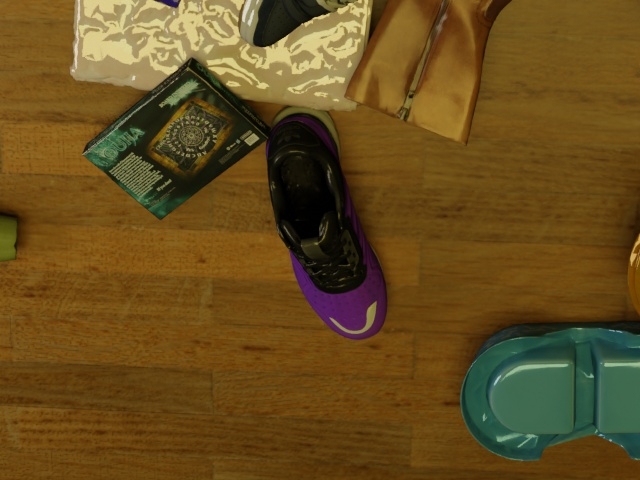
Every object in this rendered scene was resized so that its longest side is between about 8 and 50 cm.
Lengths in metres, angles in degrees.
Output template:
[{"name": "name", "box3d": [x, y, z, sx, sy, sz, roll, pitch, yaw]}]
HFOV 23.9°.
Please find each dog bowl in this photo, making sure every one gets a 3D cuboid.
[{"name": "dog bowl", "box3d": [0.316, 0.174, 1.819, 0.297, 0.074, 0.166, -2, 112, 4]}]

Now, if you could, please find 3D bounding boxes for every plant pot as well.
[{"name": "plant pot", "box3d": [-0.400, -0.003, 1.796, 0.079, 0.083, 0.083, 3, 112, -10]}]

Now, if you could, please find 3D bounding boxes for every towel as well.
[{"name": "towel", "box3d": [-0.103, -0.310, 1.665, 0.332, 0.053, 0.317, 7, 111, 0]}]

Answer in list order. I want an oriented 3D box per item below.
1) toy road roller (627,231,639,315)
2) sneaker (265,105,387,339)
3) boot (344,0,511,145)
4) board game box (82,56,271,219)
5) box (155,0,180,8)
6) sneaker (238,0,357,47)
[{"name": "toy road roller", "box3d": [0.493, 0.069, 1.639, 0.330, 0.241, 0.202, 24, 114, 25]}, {"name": "sneaker", "box3d": [-0.001, 0.000, 1.730, 0.102, 0.146, 0.293, -16, 109, 9]}, {"name": "boot", "box3d": [0.188, -0.237, 1.625, 0.264, 0.096, 0.280, 17, 101, -2]}, {"name": "board game box", "box3d": [-0.165, -0.114, 1.726, 0.186, 0.026, 0.126, -34, 116, 30]}, {"name": "box", "box3d": [-0.152, -0.326, 1.565, 0.072, 0.126, 0.137, 20, 110, -7]}, {"name": "sneaker", "box3d": [0.047, -0.277, 1.568, 0.153, 0.099, 0.282, 46, 105, 13]}]
